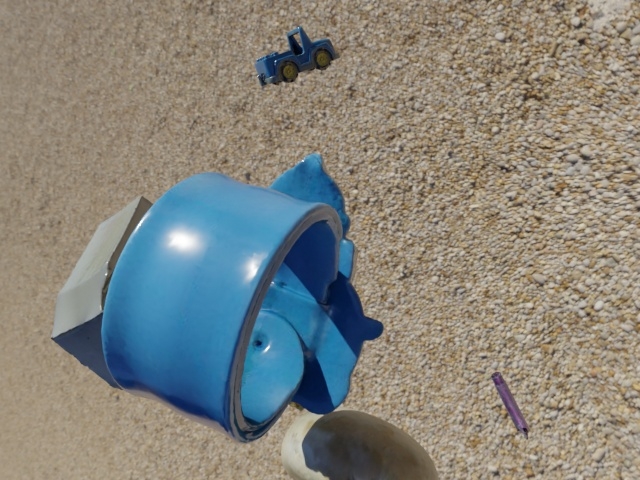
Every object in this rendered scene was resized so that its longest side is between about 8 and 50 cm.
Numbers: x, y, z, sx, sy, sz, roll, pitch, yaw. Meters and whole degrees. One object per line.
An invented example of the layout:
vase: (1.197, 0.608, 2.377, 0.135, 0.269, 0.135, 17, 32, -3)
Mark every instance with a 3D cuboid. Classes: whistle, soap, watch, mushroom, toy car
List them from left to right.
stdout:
soap: (-0.533, 0.146, 1.323, 0.212, 0.350, 0.435, -20, 37, 17)
watch: (-0.057, 0.033, 0.478, 0.241, 0.274, 0.305, 14, 86, 19)
toy car: (-0.060, -0.409, 1.020, 0.097, 0.191, 0.100, 31, 143, 63)
mushroom: (0.046, 0.375, 0.684, 0.243, 0.243, 0.244, 8, 101, 43)
whistle: (0.488, 0.422, 1.181, 0.033, 0.033, 0.177, -31, 82, 42)

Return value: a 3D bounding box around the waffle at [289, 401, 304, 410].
waffle: (-0.112, 0.336, 1.340, 0.301, 0.058, 0.282, -111, -1, -49)
